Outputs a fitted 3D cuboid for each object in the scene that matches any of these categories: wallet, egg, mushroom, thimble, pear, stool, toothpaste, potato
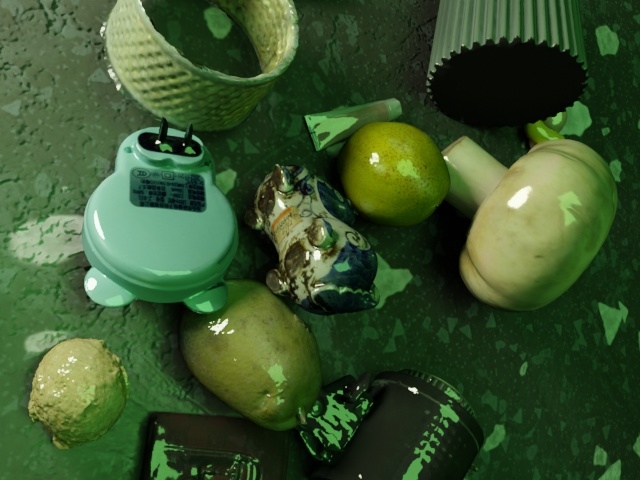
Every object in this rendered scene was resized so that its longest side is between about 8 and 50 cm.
[{"bbox_3d":[-0.150,0.352,0.914,0.229,0.049,0.181,13,72,-30],"label":"wallet"},{"bbox_3d":[-0.313,0.197,0.810,0.116,0.118,0.140,36,44,-69],"label":"egg"},{"bbox_3d":[0.384,-0.055,1.140,0.354,0.325,0.352,2,86,-25],"label":"mushroom"},{"bbox_3d":[-0.176,-0.310,0.930,0.271,0.150,0.270,13,64,-28],"label":"thimble"},{"bbox_3d":[0.123,-0.111,1.077,0.198,0.198,0.198,6,78,-30],"label":"pear"},{"bbox_3d":[0.372,-0.440,1.232,0.297,0.297,0.329,19,68,-27],"label":"stool"},{"bbox_3d":[0.063,-0.221,1.149,0.195,0.043,0.067,-21,94,-26],"label":"toothpaste"},{"bbox_3d":[-0.093,0.166,0.898,0.174,0.159,0.251,-36,63,-17],"label":"potato"}]

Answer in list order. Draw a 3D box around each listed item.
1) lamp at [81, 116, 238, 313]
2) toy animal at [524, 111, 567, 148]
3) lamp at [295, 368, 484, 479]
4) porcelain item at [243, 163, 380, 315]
[{"bbox_3d":[-0.222,-0.036,0.878,0.210,0.147,0.283,7,73,-23],"label":"lamp"},{"bbox_3d":[0.499,-0.253,1.398,0.092,0.082,0.114,9,90,3],"label":"toy animal"},{"bbox_3d":[0.136,0.351,0.987,0.272,0.205,0.374,-29,86,-27],"label":"lamp"},{"bbox_3d":[0.000,0.000,0.969,0.186,0.138,0.288,18,29,-40],"label":"porcelain item"}]
